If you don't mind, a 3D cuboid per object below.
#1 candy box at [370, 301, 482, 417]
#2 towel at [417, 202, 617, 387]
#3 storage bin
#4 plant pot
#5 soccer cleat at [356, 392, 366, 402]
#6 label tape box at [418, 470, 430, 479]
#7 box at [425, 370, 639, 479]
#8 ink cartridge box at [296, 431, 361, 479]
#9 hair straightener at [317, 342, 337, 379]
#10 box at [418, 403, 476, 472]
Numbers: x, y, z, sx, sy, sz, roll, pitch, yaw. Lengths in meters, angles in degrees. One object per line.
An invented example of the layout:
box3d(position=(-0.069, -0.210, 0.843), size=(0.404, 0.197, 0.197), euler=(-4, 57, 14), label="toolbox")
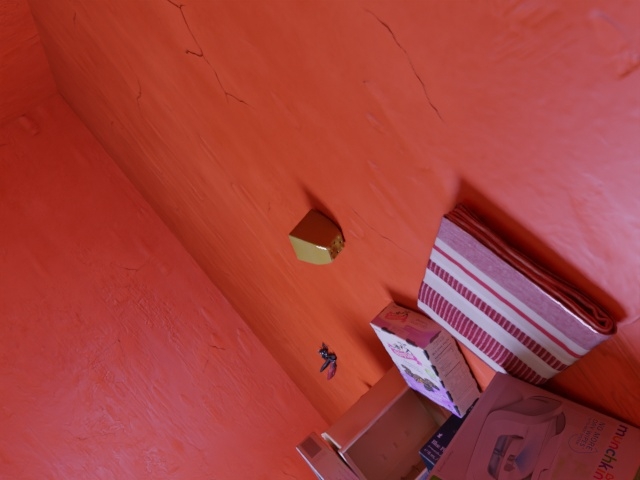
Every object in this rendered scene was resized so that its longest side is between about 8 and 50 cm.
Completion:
box3d(position=(0.206, 0.231, 1.112), size=(0.164, 0.070, 0.196), euler=(19, 145, 58), label="candy box")
box3d(position=(0.252, 0.101, 0.811), size=(0.237, 0.037, 0.329), euler=(41, 162, 20), label="towel")
box3d(position=(0.184, 0.478, 1.347), size=(0.260, 0.262, 0.123), euler=(55, 162, -17), label="storage bin")
box3d(position=(0.000, 0.000, 1.138), size=(0.083, 0.081, 0.082), euler=(22, 149, 33), label="plant pot")
box3d(position=(0.211, 0.573, 1.739), size=(0.248, 0.095, 0.083), euler=(42, 160, 23), label="soccer cleat")
box3d(position=(0.349, 0.669, 1.427), size=(0.333, 0.106, 0.240), euler=(9, 152, 51), label="label tape box")
box3d(position=(0.298, 0.356, 0.792), size=(0.231, 0.262, 0.127), euler=(18, 144, 45), label="box")
box3d(position=(0.086, 0.611, 1.318), size=(0.261, 0.066, 0.296), euler=(57, 164, -19), label="ink cartridge box")
box3d(position=(0.014, 0.418, 1.971), size=(0.089, 0.047, 0.230), euler=(43, 160, 21), label="hair straightener")
box3d(position=(0.309, 0.427, 1.117), size=(0.156, 0.158, 0.093), euler=(30, 154, 46), label="box")
